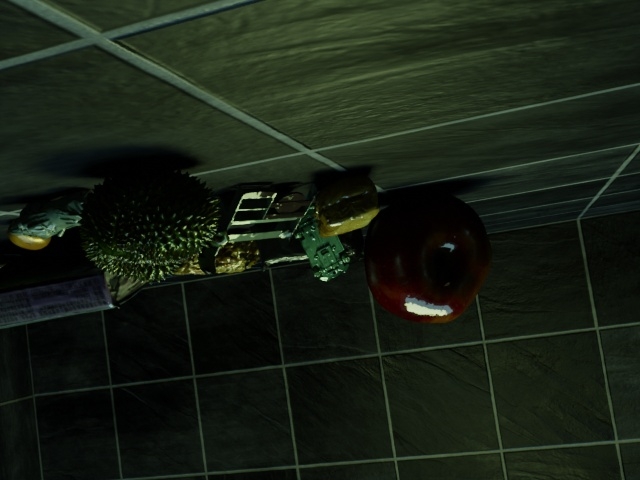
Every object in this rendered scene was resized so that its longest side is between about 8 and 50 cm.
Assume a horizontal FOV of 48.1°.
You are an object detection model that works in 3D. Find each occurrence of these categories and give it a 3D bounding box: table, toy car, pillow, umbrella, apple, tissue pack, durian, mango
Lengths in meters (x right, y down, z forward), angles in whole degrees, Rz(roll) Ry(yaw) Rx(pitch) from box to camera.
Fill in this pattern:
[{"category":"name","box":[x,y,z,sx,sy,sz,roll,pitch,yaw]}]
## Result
[{"category":"table","box":[-0.106,-0.049,1.265,0.146,0.062,0.175,-5,142,-32]},{"category":"toy car","box":[0.000,0.000,1.551,0.093,0.186,0.058,-26,-153,-1]},{"category":"pillow","box":[-0.029,-0.008,1.642,0.255,0.169,0.059,-7,135,-9]},{"category":"umbrella","box":[-0.388,-0.034,1.043,0.143,0.062,0.067,-15,-167,15]},{"category":"apple","box":[0.228,0.032,1.588,0.288,0.288,0.317,-8,-173,-5]},{"category":"tissue pack","box":[-0.544,0.088,1.524,0.361,0.122,0.259,-9,-165,16]},{"category":"durian","box":[-0.217,-0.029,0.942,0.198,0.146,0.159,-12,161,-21]},{"category":"mango","box":[-0.499,-0.012,1.226,0.060,0.046,0.089,-11,162,6]}]

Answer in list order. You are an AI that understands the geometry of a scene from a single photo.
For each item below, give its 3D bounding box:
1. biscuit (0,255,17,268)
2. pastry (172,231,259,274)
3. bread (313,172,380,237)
[{"category":"biscuit","box":[-0.807,0.069,1.693,0.248,0.035,0.184,-12,174,34]},{"category":"pastry","box":[-0.256,0.031,1.766,0.250,0.102,0.154,-3,172,-26]},{"category":"bread","box":[0.041,-0.059,1.270,0.114,0.083,0.211,-21,174,-6]}]
